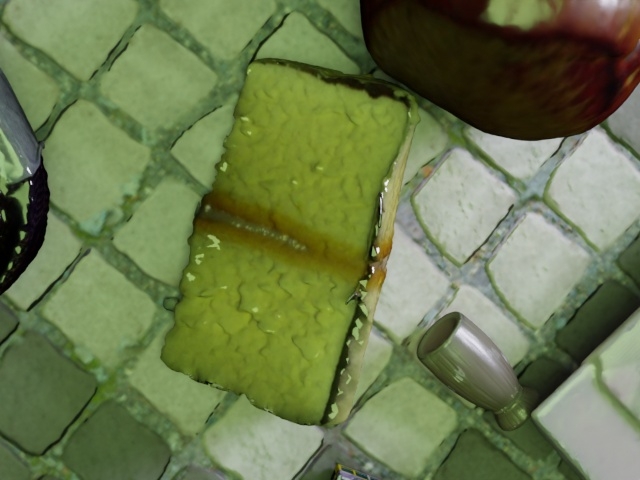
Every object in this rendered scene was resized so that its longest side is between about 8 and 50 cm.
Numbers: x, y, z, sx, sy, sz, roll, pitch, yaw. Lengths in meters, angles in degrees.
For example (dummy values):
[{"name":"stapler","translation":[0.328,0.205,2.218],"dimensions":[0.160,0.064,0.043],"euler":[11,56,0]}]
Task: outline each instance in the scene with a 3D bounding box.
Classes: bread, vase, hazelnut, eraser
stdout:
[{"name":"bread","translation":[0.000,0.000,1.120],"dimensions":[0.142,0.178,0.266],"euler":[8,99,-41]},{"name":"vase","translation":[0.129,0.108,1.173],"dimensions":[0.100,0.053,0.053],"euler":[43,89,-14]},{"name":"hazelnut","translation":[0.151,-0.183,1.074],"dimensions":[0.229,0.229,0.229],"euler":[-1,97,-8]},{"name":"eraser","translation":[0.371,0.073,1.187],"dimensions":[0.397,0.082,0.213],"euler":[-44,100,-1]}]

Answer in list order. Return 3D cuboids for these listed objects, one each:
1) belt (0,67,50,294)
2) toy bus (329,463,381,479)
[{"name":"belt","translation":[-0.309,-0.079,1.033],"dimensions":[0.184,0.164,0.289],"euler":[-26,100,4]},{"name":"toy bus","translation":[0.052,0.222,1.172],"dimensions":[0.102,0.058,0.052],"euler":[21,94,-5]}]
